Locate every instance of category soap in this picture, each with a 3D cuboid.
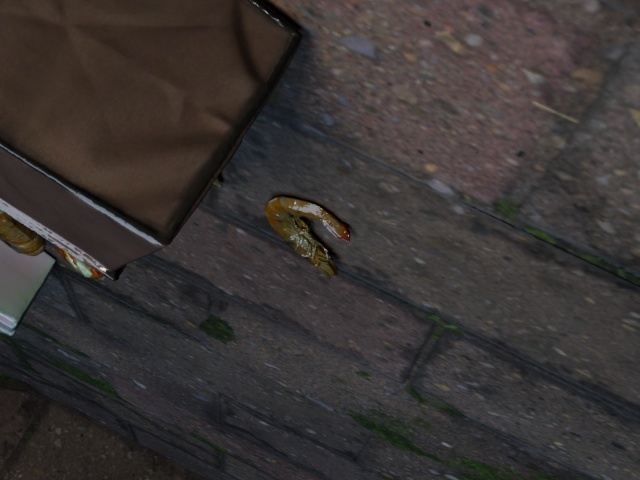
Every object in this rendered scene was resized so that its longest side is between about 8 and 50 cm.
[{"bbox_3d":[-0.550,-0.002,1.467,0.347,0.115,0.208,31,159,-7],"label":"soap"}]

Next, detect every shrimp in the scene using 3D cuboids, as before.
[{"bbox_3d":[-0.411,-0.030,1.322,0.132,0.051,0.187,25,161,8],"label":"shrimp"},{"bbox_3d":[0.000,0.000,0.937,0.083,0.023,0.114,3,144,42],"label":"shrimp"}]

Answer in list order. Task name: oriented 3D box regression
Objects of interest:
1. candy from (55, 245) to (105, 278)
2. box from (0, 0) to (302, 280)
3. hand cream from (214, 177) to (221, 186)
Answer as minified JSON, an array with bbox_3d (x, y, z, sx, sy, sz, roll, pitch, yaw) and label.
[{"bbox_3d":[-0.316,-0.067,1.123,0.288,0.078,0.084,42,168,-13],"label":"candy"},{"bbox_3d":[-0.171,-0.117,0.662,0.252,0.188,0.153,37,157,-16],"label":"box"},{"bbox_3d":[-0.117,-0.083,0.872,0.076,0.047,0.174,26,167,1],"label":"hand cream"}]
